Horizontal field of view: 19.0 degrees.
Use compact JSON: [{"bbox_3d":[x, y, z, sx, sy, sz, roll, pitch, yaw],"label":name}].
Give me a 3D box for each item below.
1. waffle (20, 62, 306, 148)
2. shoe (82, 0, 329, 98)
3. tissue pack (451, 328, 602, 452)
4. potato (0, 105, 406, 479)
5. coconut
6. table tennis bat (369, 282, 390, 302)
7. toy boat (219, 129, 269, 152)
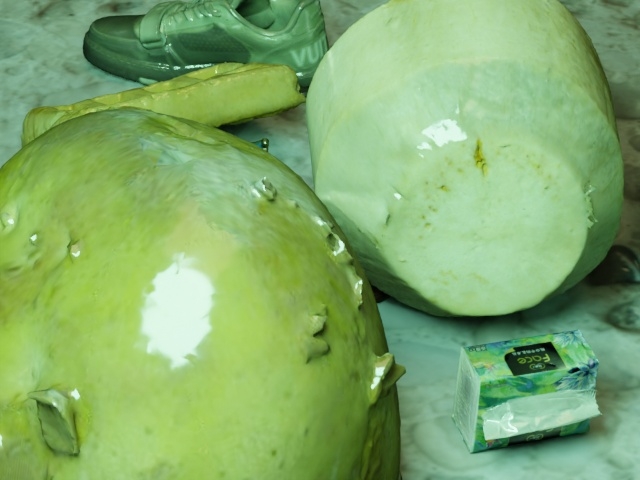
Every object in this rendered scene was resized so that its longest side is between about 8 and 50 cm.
[{"bbox_3d":[-0.167,-0.136,1.998,0.274,0.057,0.168,-16,11,-24],"label":"waffle"},{"bbox_3d":[-0.126,-0.252,2.150,0.293,0.149,0.109,9,36,9],"label":"shoe"},{"bbox_3d":[0.179,0.135,1.638,0.111,0.085,0.079,-7,36,-14],"label":"tissue pack"},{"bbox_3d":[-0.146,0.065,1.538,0.385,0.319,0.442,-23,38,-33],"label":"potato"},{"bbox_3d":[0.134,-0.090,1.791,0.323,0.323,0.323,1,34,-1],"label":"coconut"},{"bbox_3d":[0.000,0.000,1.893,0.130,0.019,0.220,-15,38,-22],"label":"table tennis bat"},{"bbox_3d":[-0.106,-0.054,1.917,0.075,0.077,0.185,12,35,14],"label":"toy boat"}]
